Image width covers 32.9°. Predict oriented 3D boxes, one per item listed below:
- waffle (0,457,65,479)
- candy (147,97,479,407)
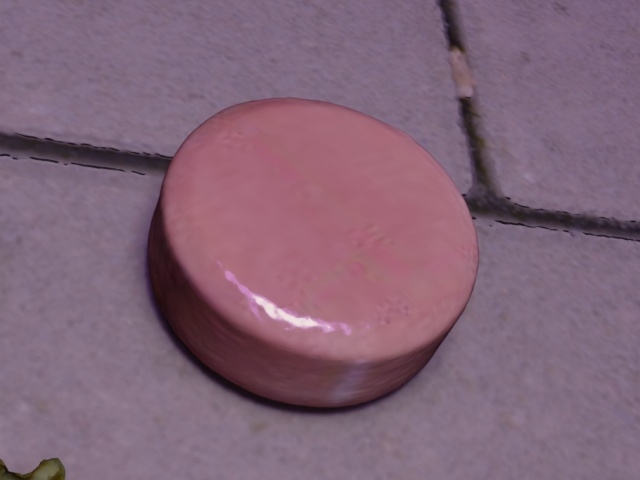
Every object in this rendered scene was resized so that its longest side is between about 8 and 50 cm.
[{"bbox_3d":[-0.227,0.213,0.594,0.214,0.054,0.207,-4,53,-19],"label":"waffle"},{"bbox_3d":[0.000,0.000,0.814,0.255,0.094,0.255,10,51,-12],"label":"candy"}]
